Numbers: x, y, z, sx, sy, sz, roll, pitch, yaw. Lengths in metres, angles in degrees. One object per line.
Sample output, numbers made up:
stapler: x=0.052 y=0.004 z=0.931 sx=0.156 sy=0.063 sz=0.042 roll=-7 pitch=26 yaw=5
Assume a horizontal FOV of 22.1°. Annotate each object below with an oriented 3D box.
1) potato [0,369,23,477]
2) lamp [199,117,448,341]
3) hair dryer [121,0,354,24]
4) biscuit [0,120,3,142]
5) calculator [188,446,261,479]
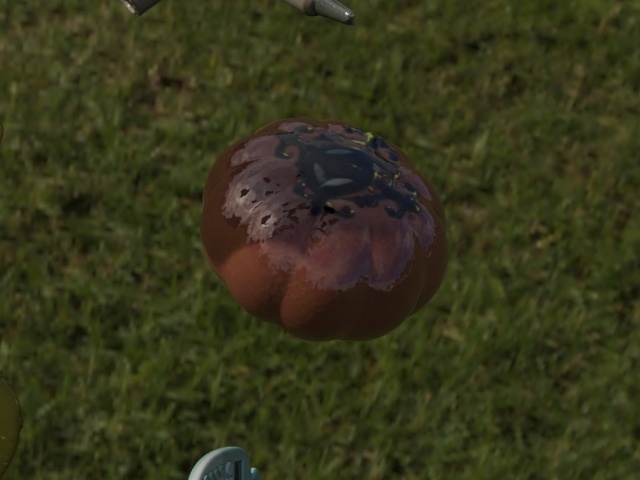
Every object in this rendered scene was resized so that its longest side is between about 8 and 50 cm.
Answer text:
potato: x=-0.388 y=0.157 z=1.516 sx=0.178 sy=0.203 sz=0.158 roll=29 pitch=13 yaw=-32
lamp: x=0.000 y=0.000 z=1.939 sx=0.305 sy=0.240 sz=0.305 roll=12 pitch=38 yaw=-10
hair dryer: x=-0.068 y=-0.238 z=1.540 sx=0.195 sy=0.054 sz=0.220 roll=-37 pitch=59 yaw=-7
biscuit: x=-0.341 y=-0.164 z=1.338 sx=0.158 sy=0.240 sz=0.035 roll=0 pitch=39 yaw=2
calculator: x=-0.092 y=0.245 z=1.564 sx=0.021 sy=0.095 sz=0.153 roll=0 pitch=-1 yaw=19
